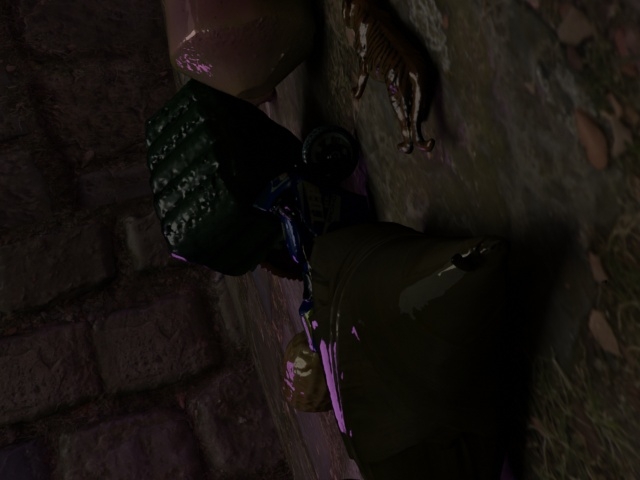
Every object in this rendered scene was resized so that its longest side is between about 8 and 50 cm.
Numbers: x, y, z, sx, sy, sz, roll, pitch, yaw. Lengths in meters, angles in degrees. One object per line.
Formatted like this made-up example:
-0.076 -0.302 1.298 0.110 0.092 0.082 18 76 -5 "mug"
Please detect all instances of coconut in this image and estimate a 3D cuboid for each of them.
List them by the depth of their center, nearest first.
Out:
-0.119 -0.335 1.181 0.233 0.233 0.245 167 96 -78 "coconut"

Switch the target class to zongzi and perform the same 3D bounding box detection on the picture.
0.130 0.194 0.780 0.418 0.181 0.447 176 77 -77 "zongzi"

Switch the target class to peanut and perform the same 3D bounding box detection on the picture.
-0.007 0.253 1.527 0.325 0.140 0.153 102 161 -70 "peanut"

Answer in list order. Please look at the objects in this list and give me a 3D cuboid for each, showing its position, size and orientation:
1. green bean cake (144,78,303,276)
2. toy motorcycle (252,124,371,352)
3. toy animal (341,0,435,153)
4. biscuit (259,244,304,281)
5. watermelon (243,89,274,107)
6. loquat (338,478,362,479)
-0.120 -0.087 1.296 0.308 0.169 0.300 27 -146 -47 "green bean cake"
0.000 0.000 1.119 0.113 0.168 0.315 -161 58 -74 "toy motorcycle"
0.071 -0.186 0.849 0.099 0.056 0.241 88 163 -45 "toy animal"
-0.073 0.010 1.466 0.176 0.228 0.031 47 115 20 "biscuit"
-0.128 -0.330 1.601 0.101 0.080 0.155 -13 -95 -67 "watermelon"
0.056 0.540 1.428 0.208 0.208 0.208 165 90 -78 "loquat"
